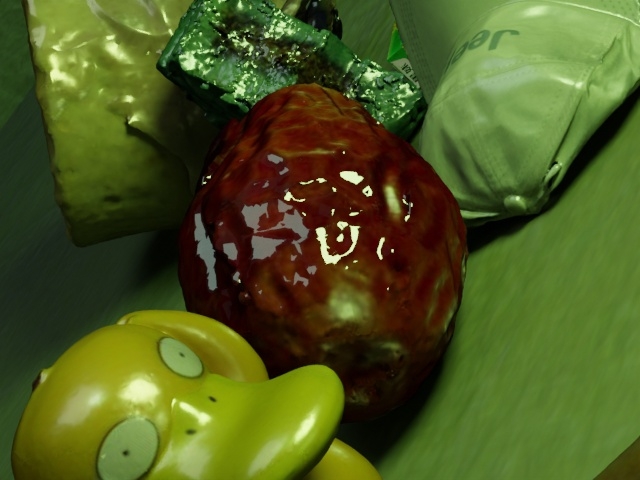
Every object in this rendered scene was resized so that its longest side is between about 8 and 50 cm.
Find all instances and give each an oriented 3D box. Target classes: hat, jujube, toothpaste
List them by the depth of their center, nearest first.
[{"bbox_3d":[0.000,0.000,1.233,0.197,0.197,0.290,-42,29,17],"label":"jujube"},{"bbox_3d":[0.109,-0.140,1.293,0.214,0.245,0.149,-36,1,39],"label":"hat"},{"bbox_3d":[0.095,-0.204,1.687,0.037,0.043,0.178,-42,19,28],"label":"toothpaste"}]

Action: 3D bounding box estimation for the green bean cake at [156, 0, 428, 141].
[{"bbox_3d":[-0.032,-0.137,1.584,0.107,0.208,0.193,-55,17,-11],"label":"green bean cake"}]

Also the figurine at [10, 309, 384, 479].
[{"bbox_3d":[-0.051,0.150,1.002,0.215,0.228,0.215,-19,35,14],"label":"figurine"}]

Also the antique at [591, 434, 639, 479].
[{"bbox_3d":[0.141,0.157,0.762,0.310,0.093,0.087,-45,18,10],"label":"antique"}]

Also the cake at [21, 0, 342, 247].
[{"bbox_3d":[-0.130,-0.170,1.839,0.321,0.332,0.332,-10,20,-3],"label":"cake"}]
